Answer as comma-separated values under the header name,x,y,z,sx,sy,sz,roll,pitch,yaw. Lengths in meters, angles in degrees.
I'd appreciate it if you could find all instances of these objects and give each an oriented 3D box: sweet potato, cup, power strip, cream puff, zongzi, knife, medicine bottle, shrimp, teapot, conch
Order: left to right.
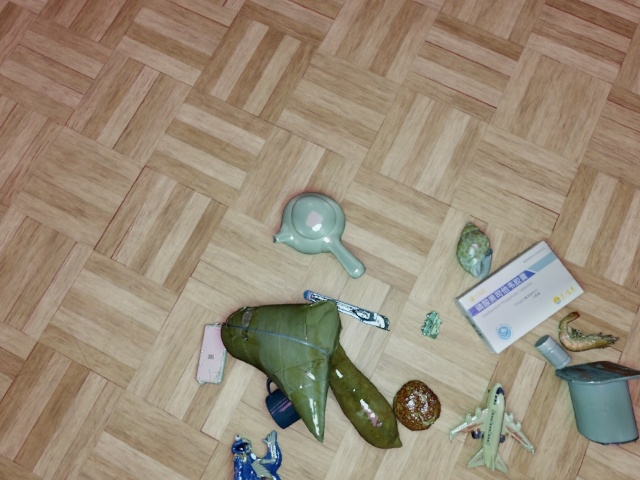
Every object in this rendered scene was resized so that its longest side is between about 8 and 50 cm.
name,x,y,z,sx,sy,sz,roll,pitch,yaw
power strip,-0.335,0.355,1.361,0.082,0.035,0.191,7,79,2
zongzi,-0.134,0.351,1.210,0.357,0.174,0.392,-5,47,15
cup,-0.090,0.463,1.300,0.138,0.113,0.150,-33,70,-4
teapot,0.022,-0.031,1.374,0.319,0.149,0.219,23,82,6
knife,0.085,0.222,1.386,0.297,0.026,0.044,18,92,4
sweet potato,0.097,0.435,1.301,0.131,0.130,0.422,-32,70,-5
cream puff,0.292,0.498,1.300,0.149,0.084,0.148,0,81,1
conch,0.486,0.035,1.381,0.116,0.106,0.172,-16,98,-24
medicine bottle,0.714,0.343,1.336,0.058,0.058,0.091,-42,81,-7
shrimp,0.833,0.283,1.363,0.179,0.034,0.124,-10,72,4

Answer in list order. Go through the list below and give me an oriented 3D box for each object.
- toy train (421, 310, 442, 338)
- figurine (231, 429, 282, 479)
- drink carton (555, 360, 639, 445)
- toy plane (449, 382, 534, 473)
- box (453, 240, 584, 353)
name,x,y,z,sx,sy,sz,roll,pitch,yaw
toy train,0.353,0.266,1.370,0.053,0.033,0.083,28,80,1
figurine,-0.184,0.692,1.258,0.164,0.120,0.262,-7,54,-26
drink carton,0.809,0.466,1.264,0.191,0.185,0.189,-9,90,-3
toy plane,0.505,0.547,1.277,0.242,0.104,0.255,8,79,5
box,0.619,0.174,1.367,0.344,0.065,0.200,-33,80,-5
